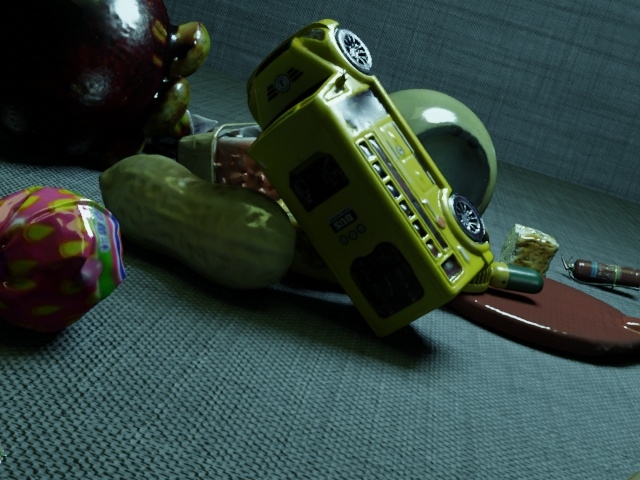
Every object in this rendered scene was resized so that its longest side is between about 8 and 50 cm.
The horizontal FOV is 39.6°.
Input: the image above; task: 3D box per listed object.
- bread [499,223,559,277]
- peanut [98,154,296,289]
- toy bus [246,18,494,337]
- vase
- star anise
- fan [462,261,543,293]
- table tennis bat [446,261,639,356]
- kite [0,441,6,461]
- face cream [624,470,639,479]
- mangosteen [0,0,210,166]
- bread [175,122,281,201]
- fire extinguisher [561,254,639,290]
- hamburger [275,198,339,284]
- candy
[{"bbox_3d":[0.325,0.023,1.391,0.070,0.083,0.077,20,14,-2],"label":"bread"},{"bbox_3d":[-0.137,-0.027,0.990,0.274,0.111,0.125,25,12,28],"label":"peanut"},{"bbox_3d":[0.036,-0.070,0.963,0.331,0.145,0.151,55,34,-1],"label":"toy bus"},{"bbox_3d":[0.150,-0.092,1.415,0.329,0.241,0.302,45,-5,-25],"label":"vase"},{"bbox_3d":[-0.272,-0.193,1.517,0.230,0.081,0.262,8,6,-33],"label":"star anise"},{"bbox_3d":[0.215,0.040,1.149,0.155,0.039,0.082,10,17,-10],"label":"fan"},{"bbox_3d":[0.334,0.099,1.190,0.414,0.051,0.268,18,15,9],"label":"table tennis bat"},{"bbox_3d":[-0.179,0.157,0.457,0.250,0.012,0.229,15,15,-13],"label":"kite"},{"bbox_3d":[0.213,0.220,0.549,0.139,0.067,0.285,25,16,32],"label":"face cream"},{"bbox_3d":[-0.323,-0.252,1.275,0.347,0.307,0.307,27,10,-23],"label":"mangosteen"},{"bbox_3d":[-0.087,-0.104,1.314,0.211,0.143,0.224,7,10,24],"label":"bread"},{"bbox_3d":[0.475,0.057,1.512,0.132,0.039,0.056,10,53,3],"label":"fire extinguisher"},{"bbox_3d":[0.000,0.000,1.107,0.138,0.083,0.147,17,14,-24],"label":"hamburger"},{"bbox_3d":[-0.320,0.026,0.651,0.365,0.124,0.124,-7,26,-35],"label":"candy"}]
